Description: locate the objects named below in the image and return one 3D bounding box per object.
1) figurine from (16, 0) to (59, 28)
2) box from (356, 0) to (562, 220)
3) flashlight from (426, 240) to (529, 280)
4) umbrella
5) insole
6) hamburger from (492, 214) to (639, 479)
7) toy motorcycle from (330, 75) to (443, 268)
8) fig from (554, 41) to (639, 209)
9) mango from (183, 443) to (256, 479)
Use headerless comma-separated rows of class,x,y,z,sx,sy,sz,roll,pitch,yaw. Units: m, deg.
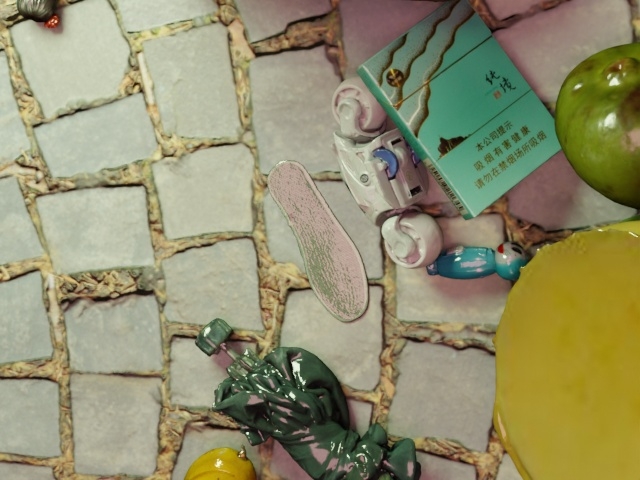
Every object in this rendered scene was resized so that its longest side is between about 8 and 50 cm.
figurine,-0.355,-0.331,1.586,0.060,0.047,0.105,14,98,-29
box,0.174,-0.162,1.487,0.162,0.041,0.229,-37,93,-13
flashlight,0.199,0.030,1.552,0.129,0.051,0.051,-6,100,16
umbrella,-0.026,0.230,1.603,0.349,0.143,0.094,44,150,7
insole,0.000,0.000,1.604,0.080,0.003,0.232,-25,96,14
hamburger,0.409,0.146,1.376,0.396,0.278,0.395,5,96,49
toy motorcycle,0.074,-0.082,1.536,0.113,0.112,0.254,-20,96,14
fig,0.386,-0.116,1.425,0.203,0.203,0.225,-29,127,14
mango,-0.143,0.355,1.671,0.101,0.066,0.187,20,109,-2
